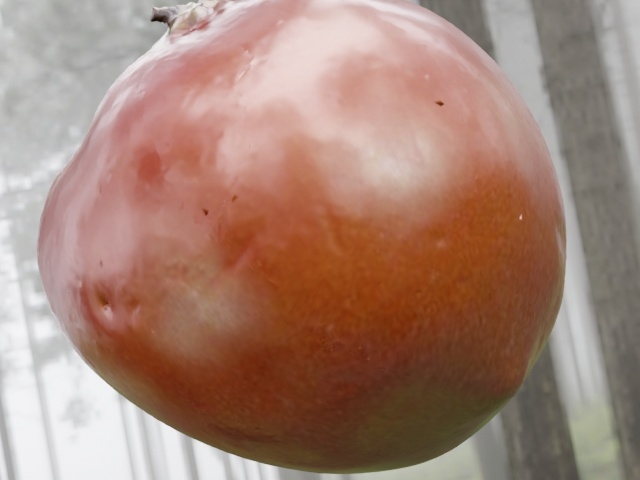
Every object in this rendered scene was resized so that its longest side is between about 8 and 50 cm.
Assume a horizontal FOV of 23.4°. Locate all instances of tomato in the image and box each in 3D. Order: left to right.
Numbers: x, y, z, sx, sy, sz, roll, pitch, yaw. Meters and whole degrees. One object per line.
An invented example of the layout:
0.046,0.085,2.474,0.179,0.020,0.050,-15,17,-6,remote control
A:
0.000,0.000,0.946,0.322,0.321,0.321,-10,-2,0,tomato
